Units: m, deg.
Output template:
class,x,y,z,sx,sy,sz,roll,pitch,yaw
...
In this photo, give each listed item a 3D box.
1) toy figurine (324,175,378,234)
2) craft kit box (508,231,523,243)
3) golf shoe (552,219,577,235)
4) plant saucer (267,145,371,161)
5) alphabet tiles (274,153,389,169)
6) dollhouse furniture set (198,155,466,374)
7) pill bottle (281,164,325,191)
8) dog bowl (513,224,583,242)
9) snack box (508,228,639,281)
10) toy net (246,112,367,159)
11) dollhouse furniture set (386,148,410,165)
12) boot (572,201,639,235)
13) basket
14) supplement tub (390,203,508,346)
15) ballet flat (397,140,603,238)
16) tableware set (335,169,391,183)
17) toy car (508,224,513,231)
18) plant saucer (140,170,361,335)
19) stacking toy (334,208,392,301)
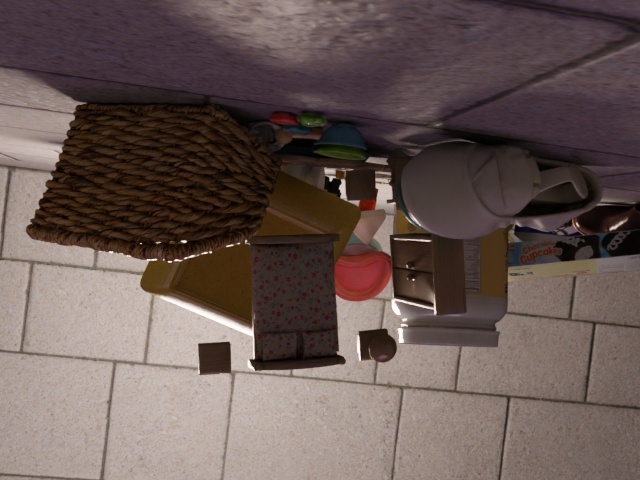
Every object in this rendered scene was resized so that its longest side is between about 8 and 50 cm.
class,x,y,z,sx,sy,sz,roll,pitch,yaw
toy figurine,0.011,-0.075,1.910,0.213,0.148,0.209,18,-172,42
craft kit box,0.482,-0.007,2.221,0.246,0.061,0.250,40,-178,9
golf shoe,0.605,-0.052,2.045,0.198,0.077,0.094,5,180,-26
plant saucer,-0.007,-0.153,1.437,0.192,0.018,0.067,6,180,38
alphabet tiles,-0.025,-0.132,1.362,0.285,0.011,0.342,6,-175,28
dollhouse furniture set,0.007,0.035,1.146,0.355,0.304,0.174,-3,-178,-17
pill bottle,-0.088,-0.119,1.594,0.184,0.103,0.103,7,180,10
dog bowl,0.671,-0.030,2.245,0.264,0.104,0.265,7,180,0
snack box,0.549,0.036,1.784,0.321,0.060,0.187,-7,166,18
toy net,-0.044,-0.143,1.128,0.122,0.045,0.232,6,-179,-41
dollhouse furniture set,0.174,-0.136,1.317,0.114,0.091,0.081,29,-143,-13
boot,0.674,-0.055,1.761,0.248,0.090,0.207,8,169,20
basket,-0.228,-0.053,1.167,0.299,0.223,0.213,6,161,32
supplement tub,0.266,0.050,1.679,0.240,0.332,0.241,2,173,0
ballet flat,0.266,-0.078,1.115,0.139,0.139,0.400,7,-176,43
tableware set,0.108,-0.139,1.791,0.154,0.024,0.104,6,-177,2
toy car,0.354,-0.062,1.874,0.182,0.159,0.136,7,144,41
plant saucer,-0.134,0.028,1.535,0.332,0.333,0.081,24,-165,-11
stacking toy,0.000,0.000,1.751,0.308,0.280,0.130,1,-138,-6
